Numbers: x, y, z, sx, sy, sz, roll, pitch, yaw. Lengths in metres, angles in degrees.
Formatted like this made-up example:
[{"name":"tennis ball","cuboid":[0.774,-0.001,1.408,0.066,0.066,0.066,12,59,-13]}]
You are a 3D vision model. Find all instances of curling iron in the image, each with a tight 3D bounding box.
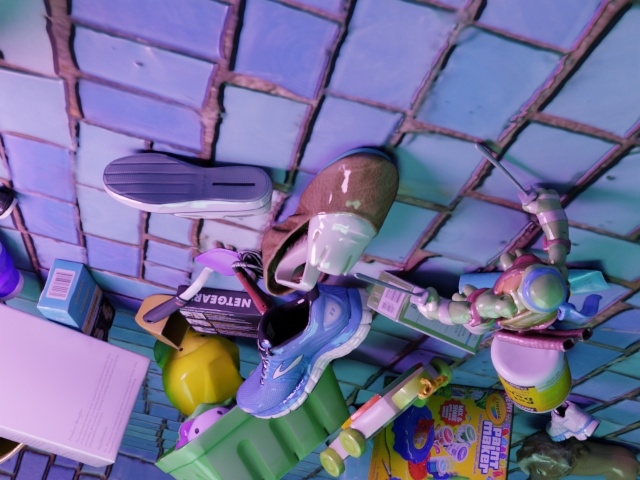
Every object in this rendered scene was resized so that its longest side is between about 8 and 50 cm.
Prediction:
[{"name":"curling iron","cuboid":[-0.085,0.108,1.454,0.068,0.035,0.274,1,142,18]}]

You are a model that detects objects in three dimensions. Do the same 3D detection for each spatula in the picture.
[{"name":"spatula","cuboid":[-0.225,0.083,1.483,0.084,0.030,0.296,29,133,-31]}]

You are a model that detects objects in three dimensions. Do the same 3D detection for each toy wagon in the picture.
[{"name":"toy wagon","cuboid":[0.136,0.316,1.620,0.068,0.267,0.344,49,146,14]}]

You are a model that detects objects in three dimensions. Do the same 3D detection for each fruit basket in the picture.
[{"name":"fruit basket","cuboid":[-0.181,0.304,1.698,0.392,0.392,0.283,20,154,-16]}]

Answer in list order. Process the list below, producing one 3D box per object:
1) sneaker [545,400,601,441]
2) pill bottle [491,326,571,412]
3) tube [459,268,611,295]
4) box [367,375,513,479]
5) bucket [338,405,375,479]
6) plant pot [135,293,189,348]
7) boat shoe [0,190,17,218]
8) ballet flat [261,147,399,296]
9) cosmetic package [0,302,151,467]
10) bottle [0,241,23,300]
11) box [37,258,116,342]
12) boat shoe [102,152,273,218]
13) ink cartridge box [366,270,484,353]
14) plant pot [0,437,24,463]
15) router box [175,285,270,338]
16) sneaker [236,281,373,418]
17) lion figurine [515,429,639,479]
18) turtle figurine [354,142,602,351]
[{"name":"sneaker","cuboid":[0.508,0.366,1.779,0.083,0.071,0.191,45,162,5]},{"name":"pill bottle","cuboid":[0.362,0.221,1.451,0.117,0.117,0.215,1,153,22]},{"name":"tube","cuboid":[0.308,0.065,1.240,0.207,0.052,0.080,-7,162,26]},{"name":"box","cuboid":[0.259,0.467,1.816,0.279,0.290,0.177,4,153,14]},{"name":"bucket","cuboid":[0.175,0.534,2.119,0.281,0.183,0.281,9,156,4]},{"name":"plant pot","cuboid":[-0.306,0.150,1.649,0.083,0.081,0.081,13,158,27]},{"name":"boat shoe","cuboid":[-0.530,-0.049,1.362,0.042,0.049,0.133,34,146,-29]},{"name":"ballet flat","cuboid":[0.000,0.000,1.138,0.116,0.124,0.342,21,153,-20]},{"name":"cosmetic package","cuboid":[-0.541,0.262,1.592,0.385,0.217,0.156,25,154,-15]},{"name":"bottle","cuboid":[-0.616,0.022,1.493,0.118,0.092,0.283,8,155,16]},{"name":"box","cuboid":[-0.467,0.133,1.654,0.060,0.100,0.244,9,155,7]},{"name":"boat shoe","cuboid":[-0.175,-0.059,1.139,0.226,0.083,0.076,8,154,6]},{"name":"ink cartridge box","cuboid":[0.189,0.121,1.335,0.209,0.062,0.109,24,-179,-24]},{"name":"plant pot","cuboid":[-0.820,0.370,2.076,0.366,0.366,0.353,14,167,-5]},{"name":"router box","cuboid":[-0.168,0.138,1.595,0.179,0.046,0.133,5,154,13]},{"name":"sneaker","cuboid":[-0.059,0.176,1.447,0.147,0.130,0.330,23,123,-26]},{"name":"lion figurine","cuboid":[0.610,0.510,1.969,0.392,0.142,0.240,3,151,-18]},{"name":"turtle figurine","cuboid":[0.208,0.020,1.058,0.274,0.198,0.266,19,172,9]}]
